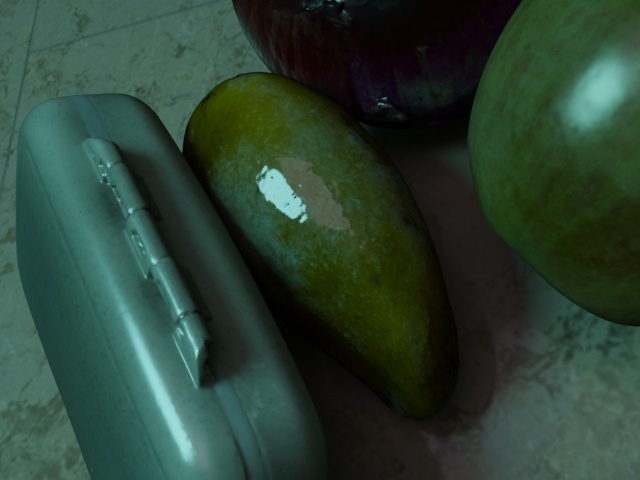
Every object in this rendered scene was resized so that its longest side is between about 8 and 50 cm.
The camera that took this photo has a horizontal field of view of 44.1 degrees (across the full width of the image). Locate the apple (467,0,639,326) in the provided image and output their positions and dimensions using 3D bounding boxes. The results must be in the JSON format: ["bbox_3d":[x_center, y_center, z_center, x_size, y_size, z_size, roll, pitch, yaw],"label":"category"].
[{"bbox_3d":[0.226,-0.074,0.523,0.234,0.257,0.257,-51,53,30],"label":"apple"}]

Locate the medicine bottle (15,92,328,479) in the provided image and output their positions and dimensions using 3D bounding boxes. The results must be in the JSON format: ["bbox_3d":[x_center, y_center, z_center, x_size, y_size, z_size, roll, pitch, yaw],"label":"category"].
[{"bbox_3d":[-0.134,0.080,0.609,0.123,0.282,0.375,-14,57,-32],"label":"medicine bottle"}]

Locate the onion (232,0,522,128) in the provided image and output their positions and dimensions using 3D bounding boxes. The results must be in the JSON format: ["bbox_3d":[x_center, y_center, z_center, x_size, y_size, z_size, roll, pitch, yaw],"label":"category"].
[{"bbox_3d":[0.071,-0.272,0.648,0.348,0.285,0.347,-3,81,19],"label":"onion"}]

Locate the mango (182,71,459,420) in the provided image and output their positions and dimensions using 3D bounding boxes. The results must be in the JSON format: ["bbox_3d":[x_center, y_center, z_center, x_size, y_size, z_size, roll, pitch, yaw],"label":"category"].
[{"bbox_3d":[0.000,0.000,0.623,0.146,0.193,0.316,-25,69,-21],"label":"mango"}]
